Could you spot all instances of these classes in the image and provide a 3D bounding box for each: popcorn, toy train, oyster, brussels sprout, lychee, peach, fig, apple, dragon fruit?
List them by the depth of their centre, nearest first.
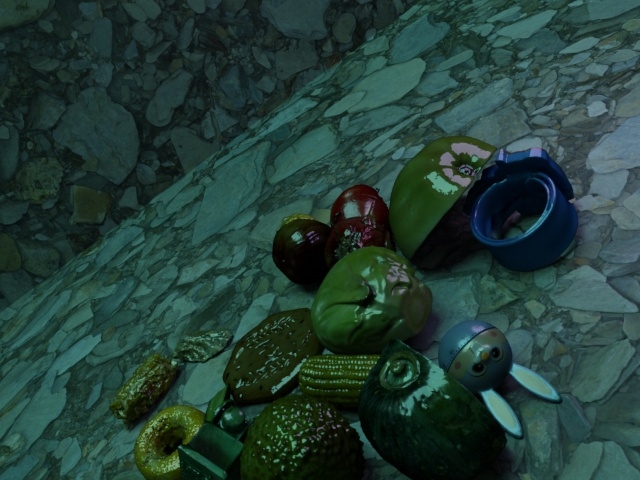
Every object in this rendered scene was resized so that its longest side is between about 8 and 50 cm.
[{"bbox_3d":[-0.040,0.472,1.422,0.270,0.270,0.320,-32,11,6],"label":"lychee"},{"bbox_3d":[-0.222,0.502,1.587,0.145,0.266,0.202,28,51,17],"label":"toy train"},{"bbox_3d":[0.125,0.161,1.738,0.328,0.247,0.328,-31,40,30],"label":"brussels sprout"},{"bbox_3d":[0.349,-0.131,1.882,0.311,0.360,0.320,-3,65,-11],"label":"apple"},{"bbox_3d":[0.096,0.039,1.924,0.218,0.224,0.148,5,9,23],"label":"dragon fruit"},{"bbox_3d":[0.132,-0.066,2.098,0.196,0.190,0.226,-6,56,18],"label":"peach"},{"bbox_3d":[0.000,0.000,2.175,0.320,0.217,0.217,-30,22,-34],"label":"fig"},{"bbox_3d":[-0.386,0.329,2.195,0.209,0.072,0.133,-9,41,35],"label":"oyster"},{"bbox_3d":[-0.080,-0.015,2.323,0.170,0.180,0.180,35,71,32],"label":"popcorn"}]

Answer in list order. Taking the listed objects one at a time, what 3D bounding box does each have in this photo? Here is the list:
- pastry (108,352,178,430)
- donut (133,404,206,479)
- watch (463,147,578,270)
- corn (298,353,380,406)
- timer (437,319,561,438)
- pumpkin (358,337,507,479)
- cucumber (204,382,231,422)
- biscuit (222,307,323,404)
[{"bbox_3d":[-0.558,0.471,2.126,0.154,0.102,0.250,-7,37,39],"label":"pastry"},{"bbox_3d":[-0.385,0.559,1.817,0.253,0.118,0.253,-14,43,13],"label":"donut"},{"bbox_3d":[0.487,-0.065,1.734,0.305,0.241,0.275,-18,46,41],"label":"watch"},{"bbox_3d":[0.098,0.334,1.617,0.344,0.131,0.131,-11,37,37],"label":"corn"},{"bbox_3d":[0.353,0.268,1.415,0.175,0.175,0.255,-39,30,-7],"label":"timer"},{"bbox_3d":[0.198,0.367,1.339,0.197,0.263,0.293,-47,34,-9],"label":"pumpkin"},{"bbox_3d":[-0.274,0.461,1.809,0.070,0.046,0.220,-29,13,4],"label":"cucumber"},{"bbox_3d":[-0.137,0.330,1.958,0.359,0.046,0.359,-27,30,17],"label":"biscuit"}]
